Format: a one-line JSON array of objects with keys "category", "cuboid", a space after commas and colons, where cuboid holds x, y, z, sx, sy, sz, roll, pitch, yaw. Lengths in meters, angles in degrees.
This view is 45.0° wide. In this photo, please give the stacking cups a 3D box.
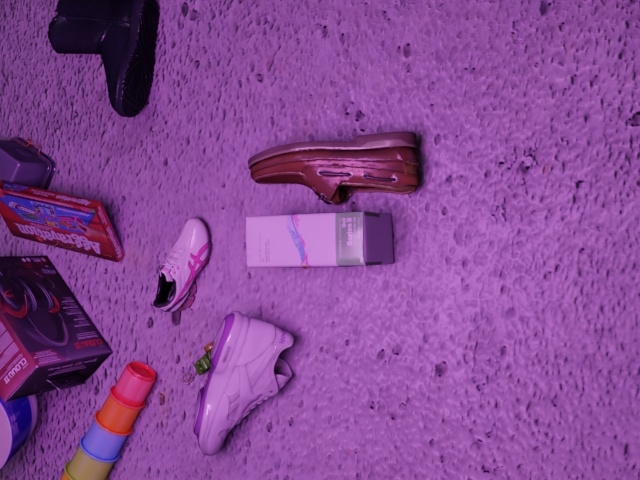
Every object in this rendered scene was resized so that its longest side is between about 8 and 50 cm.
[{"category": "stacking cups", "cuboid": [-0.424, 0.383, 1.512, 0.096, 0.096, 0.316, 32, 102, 20]}]

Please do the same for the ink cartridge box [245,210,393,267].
[{"category": "ink cartridge box", "cuboid": [0.000, 0.000, 1.301, 0.212, 0.154, 0.093, -3, 89, 23]}]

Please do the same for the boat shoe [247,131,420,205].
[{"category": "boat shoe", "cuboid": [0.016, -0.113, 1.318, 0.307, 0.110, 0.105, -6, 87, 23]}]

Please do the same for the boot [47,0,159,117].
[{"category": "boot", "cuboid": [-0.433, -0.366, 1.514, 0.207, 0.094, 0.247, 7, 86, 19]}]

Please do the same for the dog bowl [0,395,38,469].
[{"category": "dog bowl", "cuboid": [-0.693, 0.331, 1.491, 0.264, 0.104, 0.265, 2, 109, 6]}]

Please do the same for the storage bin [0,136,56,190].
[{"category": "storage bin", "cuboid": [-0.632, -0.163, 1.603, 0.135, 0.091, 0.098, 33, 102, 19]}]

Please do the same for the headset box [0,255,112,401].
[{"category": "headset box", "cuboid": [-0.563, 0.173, 1.505, 0.110, 0.218, 0.293, -44, 73, 17]}]

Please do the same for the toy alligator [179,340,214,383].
[{"category": "toy alligator", "cuboid": [-0.205, 0.223, 1.443, 0.189, 0.051, 0.056, -34, 77, 19]}]

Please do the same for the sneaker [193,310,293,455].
[{"category": "sneaker", "cuboid": [-0.139, 0.274, 1.380, 0.152, 0.114, 0.305, 14, 117, -13]}]

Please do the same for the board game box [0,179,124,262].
[{"category": "board game box", "cuboid": [-0.533, -0.041, 1.548, 0.281, 0.027, 0.145, 12, 139, 23]}]

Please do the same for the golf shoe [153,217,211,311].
[{"category": "golf shoe", "cuboid": [-0.260, 0.047, 1.449, 0.067, 0.086, 0.186, 18, 96, 23]}]
